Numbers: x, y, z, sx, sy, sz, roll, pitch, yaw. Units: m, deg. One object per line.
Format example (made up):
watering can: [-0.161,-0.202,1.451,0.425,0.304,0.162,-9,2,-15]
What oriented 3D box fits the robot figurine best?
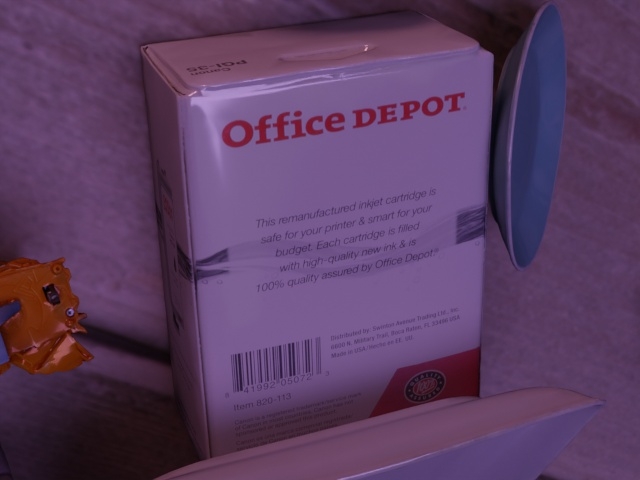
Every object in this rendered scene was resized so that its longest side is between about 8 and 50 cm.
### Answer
robot figurine: [-0.288,0.085,0.676,0.291,0.211,0.085,-22,97,-24]

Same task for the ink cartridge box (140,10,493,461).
ink cartridge box: [0.000,0.000,0.805,0.207,0.117,0.283,-11,118,-18]

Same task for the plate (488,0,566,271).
plate: [0.143,-0.073,0.825,0.024,0.188,0.188,8,118,20]

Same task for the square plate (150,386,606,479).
square plate: [-0.011,0.203,0.850,0.347,0.049,0.344,-12,153,-18]

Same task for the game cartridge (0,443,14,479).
game cartridge: [-0.196,0.329,0.812,0.068,0.230,0.355,-13,117,-16]
